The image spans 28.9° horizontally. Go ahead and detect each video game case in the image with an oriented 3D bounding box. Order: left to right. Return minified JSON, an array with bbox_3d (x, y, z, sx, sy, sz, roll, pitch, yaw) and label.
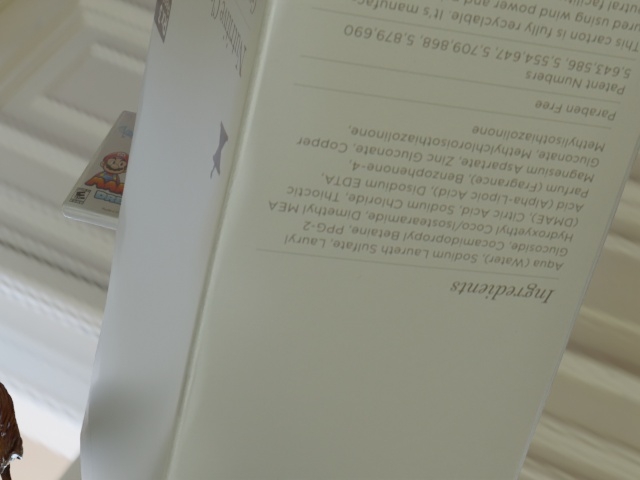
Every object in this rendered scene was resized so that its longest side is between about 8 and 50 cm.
[{"bbox_3d":[-0.141,-0.057,1.165,0.157,0.143,0.019,14,138,10],"label":"video game case"}]

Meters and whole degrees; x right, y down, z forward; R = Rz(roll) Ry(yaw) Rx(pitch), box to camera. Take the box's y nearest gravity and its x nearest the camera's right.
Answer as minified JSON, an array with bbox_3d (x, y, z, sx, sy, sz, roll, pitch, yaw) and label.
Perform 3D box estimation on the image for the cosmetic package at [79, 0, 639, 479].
[{"bbox_3d":[0.000,0.000,0.543,0.156,0.217,0.385,8,114,-18],"label":"cosmetic package"}]

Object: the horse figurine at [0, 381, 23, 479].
[{"bbox_3d":[-0.345,0.168,1.046,0.263,0.174,0.066,-18,164,23],"label":"horse figurine"}]
